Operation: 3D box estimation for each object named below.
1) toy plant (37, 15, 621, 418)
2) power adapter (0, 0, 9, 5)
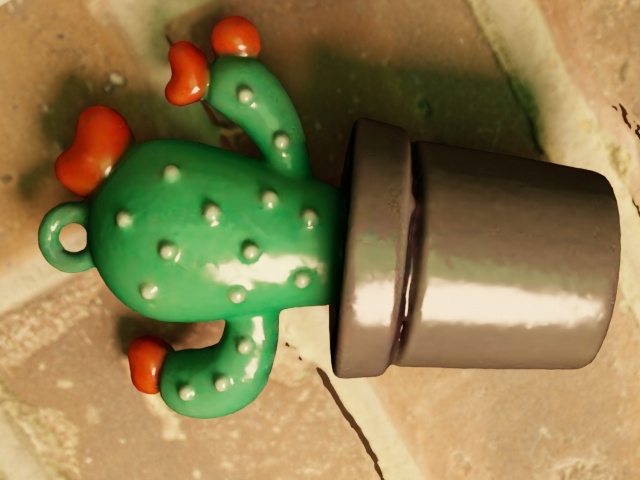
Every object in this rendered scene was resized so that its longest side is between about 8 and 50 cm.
[{"bbox_3d":[-0.002,0.011,1.078,0.400,0.185,0.279,6,128,-5],"label":"toy plant"},{"bbox_3d":[-0.162,-0.288,0.972,0.255,0.124,0.187,-30,112,0],"label":"power adapter"}]
